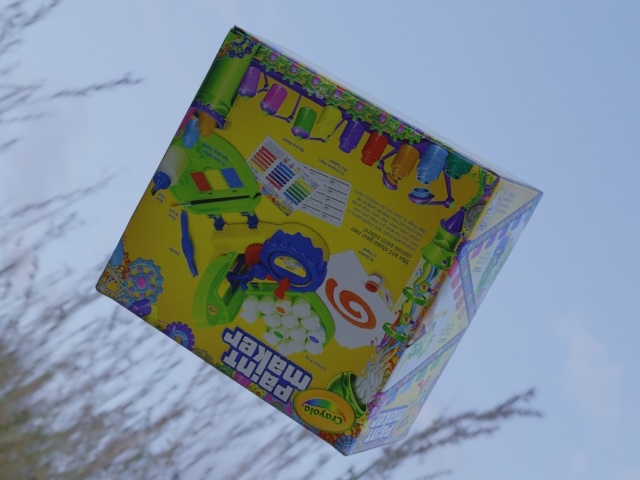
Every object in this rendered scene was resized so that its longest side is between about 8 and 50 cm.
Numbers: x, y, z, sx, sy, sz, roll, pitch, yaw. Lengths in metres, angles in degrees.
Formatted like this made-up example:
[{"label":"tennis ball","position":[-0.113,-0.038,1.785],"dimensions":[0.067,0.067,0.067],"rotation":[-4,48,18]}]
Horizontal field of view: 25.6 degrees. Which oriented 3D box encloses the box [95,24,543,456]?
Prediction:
[{"label":"box","position":[0.000,0.000,1.306],"dimensions":[0.290,0.177,0.279],"rotation":[32,-82,19]}]
